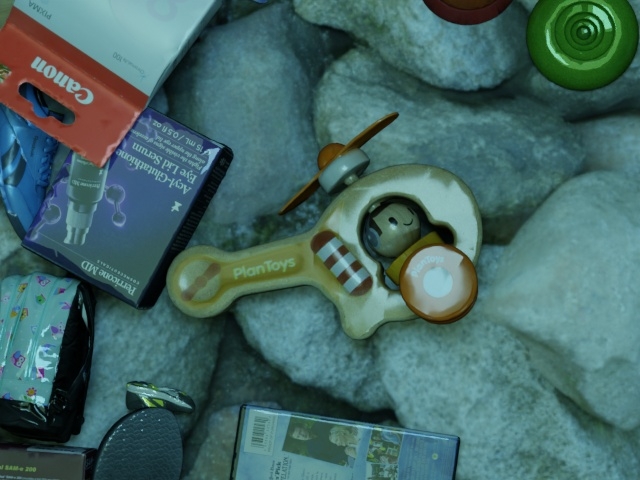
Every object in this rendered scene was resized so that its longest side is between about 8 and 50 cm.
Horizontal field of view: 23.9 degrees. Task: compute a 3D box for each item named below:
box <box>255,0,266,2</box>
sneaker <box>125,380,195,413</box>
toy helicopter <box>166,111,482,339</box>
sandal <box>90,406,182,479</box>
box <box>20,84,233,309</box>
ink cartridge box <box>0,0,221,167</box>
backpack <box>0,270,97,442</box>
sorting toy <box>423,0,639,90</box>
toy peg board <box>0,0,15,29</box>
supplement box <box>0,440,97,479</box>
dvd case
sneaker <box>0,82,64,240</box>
[{"bbox_3d":[-0.144,-0.370,1.715,0.225,0.036,0.136,18,88,-10],"label":"box"},{"bbox_3d":[-0.183,0.185,1.720,0.083,0.031,0.035,16,102,8],"label":"sneaker"},{"bbox_3d":[0.000,0.000,1.664,0.355,0.140,0.235,-12,85,6],"label":"toy helicopter"},{"bbox_3d":[-0.221,0.305,1.696,0.097,0.054,0.254,11,97,-19],"label":"sandal"},{"bbox_3d":[-0.213,-0.046,1.691,0.153,0.108,0.207,27,89,4],"label":"box"},{"bbox_3d":[-0.244,-0.226,1.628,0.189,0.066,0.232,33,75,5],"label":"ink cartridge box"},{"bbox_3d":[-0.309,0.125,1.674,0.115,0.152,0.182,9,76,-4],"label":"backpack"},{"bbox_3d":[0.272,-0.248,1.661,0.366,0.126,0.127,30,89,5],"label":"sorting toy"},{"bbox_3d":[-0.430,-0.247,1.698,0.161,0.079,0.160,-6,65,7],"label":"toy peg board"},{"bbox_3d":[-0.328,0.350,1.696,0.130,0.073,0.239,4,88,3],"label":"supplement box"},{"bbox_3d":[0.021,0.292,1.703,0.253,0.022,0.180,8,89,4],"label":"dvd case"},{"bbox_3d":[-0.329,-0.104,1.721,0.082,0.069,0.209,-10,87,-1],"label":"sneaker"}]
